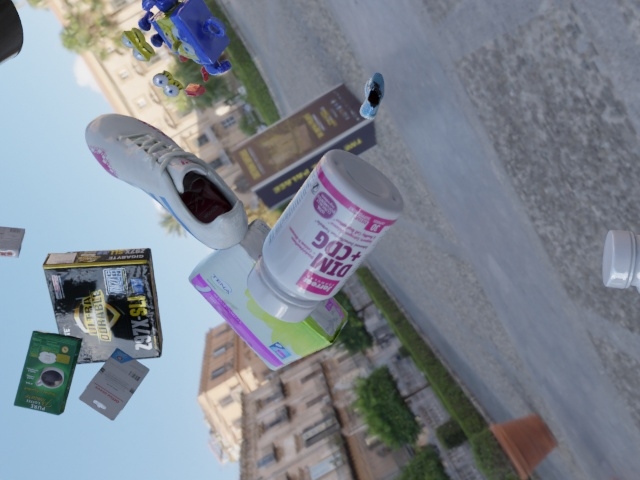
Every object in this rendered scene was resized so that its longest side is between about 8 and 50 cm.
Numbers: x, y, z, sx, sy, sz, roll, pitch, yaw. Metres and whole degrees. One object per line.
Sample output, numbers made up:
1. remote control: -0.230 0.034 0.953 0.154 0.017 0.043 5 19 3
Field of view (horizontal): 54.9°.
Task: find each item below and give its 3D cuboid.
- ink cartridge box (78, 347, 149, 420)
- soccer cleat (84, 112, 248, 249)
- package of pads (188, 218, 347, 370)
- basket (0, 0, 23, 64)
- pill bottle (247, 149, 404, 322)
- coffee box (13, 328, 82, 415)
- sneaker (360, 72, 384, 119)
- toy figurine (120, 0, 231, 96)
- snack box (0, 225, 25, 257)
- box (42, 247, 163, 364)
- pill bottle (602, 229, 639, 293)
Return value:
1. ink cartridge box: -0.518 0.368 1.529 0.104 0.060 0.180 36 -145 -6
2. soccer cleat: -0.244 -0.119 0.988 0.331 0.116 0.143 38 157 7
3. package of pads: -0.110 0.119 1.290 0.296 0.229 0.101 48 -136 -9
4. basket: -0.731 -0.392 1.231 0.204 0.154 0.227 118 175 -49
5. pill bottle: 0.000 0.000 1.059 0.160 0.283 0.160 28 -152 -17
6. coffee box: -0.647 0.313 1.466 0.040 0.113 0.184 132 150 -85
7. sneaker: 0.168 -0.443 1.853 0.073 0.063 0.162 126 159 -62
8. toy figurine: -0.242 -0.417 1.094 0.217 0.191 0.362 20 154 41
9. snack box: -0.631 -0.004 1.103 0.064 0.178 0.022 -103 25 -48
10. box: -0.561 0.176 1.622 0.079 0.257 0.322 -110 19 -58
11. pill bottle: 0.491 0.032 0.846 0.108 0.180 0.108 5 -90 -74
